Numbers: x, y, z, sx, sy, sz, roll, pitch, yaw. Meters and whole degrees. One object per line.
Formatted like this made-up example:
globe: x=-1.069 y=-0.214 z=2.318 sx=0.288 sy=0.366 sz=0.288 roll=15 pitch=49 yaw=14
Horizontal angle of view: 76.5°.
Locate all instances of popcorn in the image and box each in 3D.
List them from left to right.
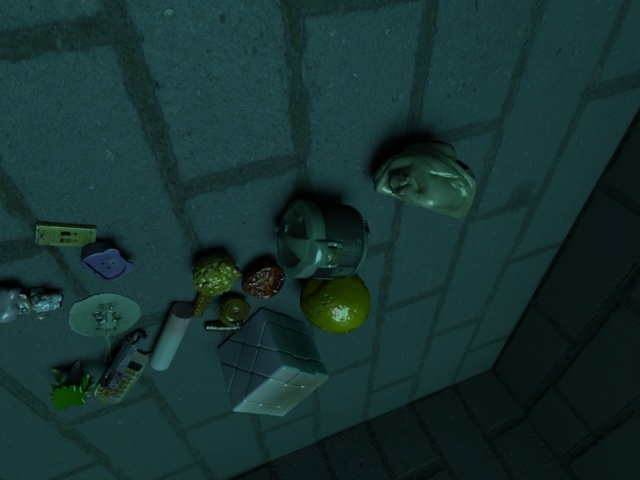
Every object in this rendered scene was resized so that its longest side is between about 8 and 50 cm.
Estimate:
popcorn: x=-0.365 y=0.120 z=1.429 sx=0.180 sy=0.170 sz=0.180 roll=13 pitch=149 yaw=8

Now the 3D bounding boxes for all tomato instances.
tomato: x=-0.215 y=0.140 z=1.577 sx=0.174 sy=0.082 sz=0.166 roll=-42 pitch=133 yaw=20

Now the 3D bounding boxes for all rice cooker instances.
rice cooker: x=-0.003 y=0.001 z=1.410 sx=0.277 sy=0.288 sz=0.288 roll=3 pitch=129 yaw=-33

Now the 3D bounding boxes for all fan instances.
fan: x=-0.792 y=0.340 z=1.509 sx=0.233 sy=0.012 sz=0.414 roll=-4 pitch=132 yaw=-26

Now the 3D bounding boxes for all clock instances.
clock: x=-0.660 y=0.061 z=1.263 sx=0.110 sy=0.050 sz=0.152 roll=-26 pitch=148 yaw=-8

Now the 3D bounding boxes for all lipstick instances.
lipstick: x=-0.591 y=0.382 z=1.605 sx=0.087 sy=0.087 sz=0.326 roll=10 pitch=125 yaw=-35

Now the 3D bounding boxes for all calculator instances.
calculator: x=-0.788 y=0.533 z=1.603 sx=0.236 sy=0.033 sz=0.157 roll=-61 pitch=144 yaw=-22

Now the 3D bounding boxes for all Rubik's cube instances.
Rubik's cube: x=-0.213 y=0.546 z=1.798 sx=0.319 sy=0.321 sz=0.316 roll=-43 pitch=138 yaw=14

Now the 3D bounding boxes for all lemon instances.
lemon: x=0.061 y=0.242 z=1.682 sx=0.297 sy=0.297 sz=0.297 roll=-15 pitch=136 yaw=-15

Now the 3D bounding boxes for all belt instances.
belt: x=-0.751 y=0.451 z=1.544 sx=0.232 sy=0.071 sz=0.053 roll=-61 pitch=149 yaw=-15

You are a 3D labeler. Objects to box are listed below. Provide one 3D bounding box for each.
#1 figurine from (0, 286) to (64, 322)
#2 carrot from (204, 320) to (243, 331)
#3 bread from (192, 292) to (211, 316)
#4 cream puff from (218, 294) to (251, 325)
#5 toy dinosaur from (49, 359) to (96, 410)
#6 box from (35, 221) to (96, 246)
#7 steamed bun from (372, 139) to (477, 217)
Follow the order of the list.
figurine: x=-0.915 y=0.193 z=1.232 sx=0.229 sy=0.111 sz=0.137 roll=-4 pitch=142 yaw=-44
carrot: x=-0.407 y=0.362 z=1.715 sx=0.162 sy=0.055 sz=0.055 roll=2 pitch=130 yaw=-27
bread: x=-0.458 y=0.239 z=1.568 sx=0.052 sy=0.044 sz=0.157 roll=4 pitch=129 yaw=-39
cream puff: x=-0.348 y=0.278 z=1.622 sx=0.104 sy=0.119 sz=0.133 roll=-29 pitch=-173 yaw=44
toy dinosaur: x=-0.924 y=0.555 z=1.567 sx=0.152 sy=0.177 sz=0.194 roll=-16 pitch=108 yaw=-8
box: x=-0.739 y=-0.016 z=1.184 sx=0.149 sy=0.020 sz=0.073 roll=5 pitch=129 yaw=-32
steamed bun: x=0.370 y=-0.231 z=1.403 sx=0.347 sy=0.394 sz=0.237 roll=19 pitch=99 yaw=4
